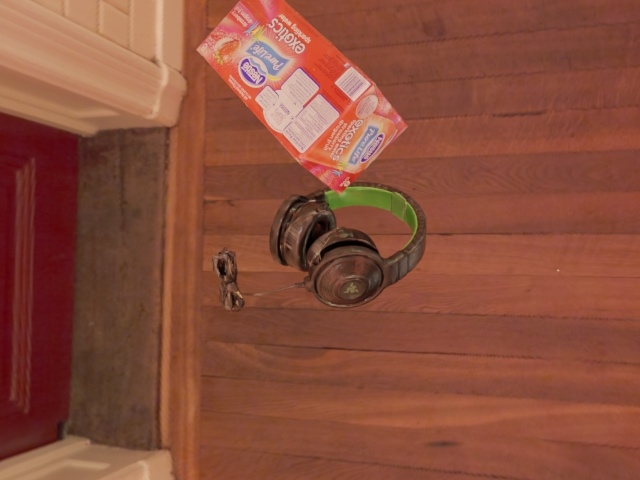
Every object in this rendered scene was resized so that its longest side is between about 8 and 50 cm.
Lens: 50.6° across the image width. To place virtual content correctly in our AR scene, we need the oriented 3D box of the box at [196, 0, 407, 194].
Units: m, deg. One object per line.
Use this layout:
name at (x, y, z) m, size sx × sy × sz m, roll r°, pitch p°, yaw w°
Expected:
box at (-0.027, -0.198, 0.872) m, size 0.128 × 0.122 × 0.257 m, roll -45°, pitch 60°, yaw 7°

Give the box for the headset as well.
headset at (0.000, 0.000, 1.140) m, size 0.394 × 0.185 × 0.243 m, roll -30°, pitch 46°, yaw -23°
